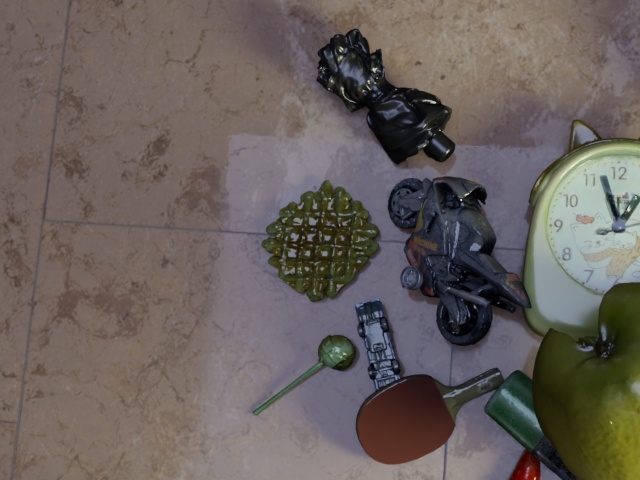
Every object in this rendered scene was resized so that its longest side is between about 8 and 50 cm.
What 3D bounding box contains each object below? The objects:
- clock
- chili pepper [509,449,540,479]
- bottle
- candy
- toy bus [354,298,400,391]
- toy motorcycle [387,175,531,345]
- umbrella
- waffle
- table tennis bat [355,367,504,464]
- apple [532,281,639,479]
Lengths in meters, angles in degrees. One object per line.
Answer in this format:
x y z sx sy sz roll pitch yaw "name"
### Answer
0.459 -0.013 1.617 0.286 0.117 0.349 2 81 9 "clock"
0.278 0.442 1.604 0.071 0.063 0.272 30 84 0 "chili pepper"
0.399 0.329 1.572 0.330 0.093 0.093 40 89 18 "bottle"
-0.029 0.224 1.696 0.202 0.061 0.061 -38 77 9 "candy"
0.094 0.172 1.672 0.051 0.061 0.153 -15 78 5 "toy bus"
0.209 0.009 1.631 0.173 0.108 0.307 -40 59 29 "toy motorcycle"
0.107 -0.225 1.715 0.272 0.110 0.122 43 89 8 "umbrella"
0.000 0.000 1.727 0.183 0.036 0.169 -45 76 -1 "waffle"
0.173 0.264 1.643 0.246 0.022 0.138 -24 109 -3 "table tennis bat"
0.429 0.201 1.425 0.292 0.254 0.292 -28 40 27 "apple"
